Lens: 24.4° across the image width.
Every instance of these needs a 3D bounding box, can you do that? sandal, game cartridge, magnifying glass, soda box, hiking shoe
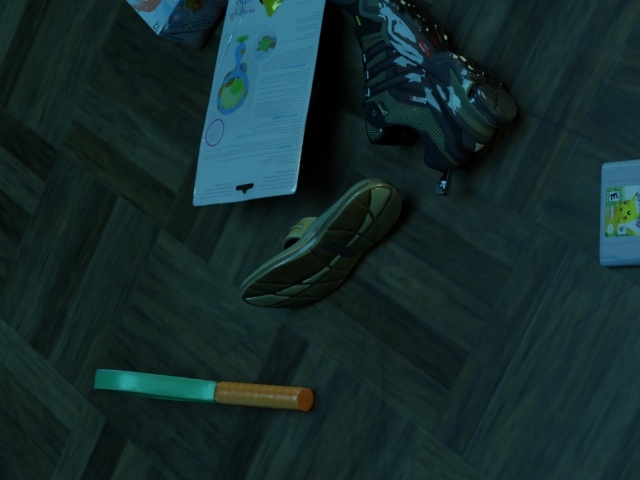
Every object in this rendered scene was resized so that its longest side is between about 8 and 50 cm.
[{"bbox_3d":[0.000,0.000,1.317,0.180,0.072,0.049,-44,41,25],"label":"sandal"},{"bbox_3d":[0.243,-0.022,1.140,0.056,0.017,0.083,-4,79,37],"label":"game cartridge"},{"bbox_3d":[-0.112,0.140,1.384,0.231,0.092,0.026,3,80,31],"label":"magnifying glass"},{"bbox_3d":[-0.174,-0.273,1.521,0.183,0.063,0.058,48,112,36],"label":"soda box"},{"bbox_3d":[0.061,-0.142,1.274,0.114,0.086,0.227,-52,54,17],"label":"hiking shoe"}]

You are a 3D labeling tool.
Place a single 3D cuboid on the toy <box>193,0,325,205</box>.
[{"bbox_3d":[-0.041,-0.146,1.386,0.137,0.056,0.237,-6,73,44],"label":"toy"}]
